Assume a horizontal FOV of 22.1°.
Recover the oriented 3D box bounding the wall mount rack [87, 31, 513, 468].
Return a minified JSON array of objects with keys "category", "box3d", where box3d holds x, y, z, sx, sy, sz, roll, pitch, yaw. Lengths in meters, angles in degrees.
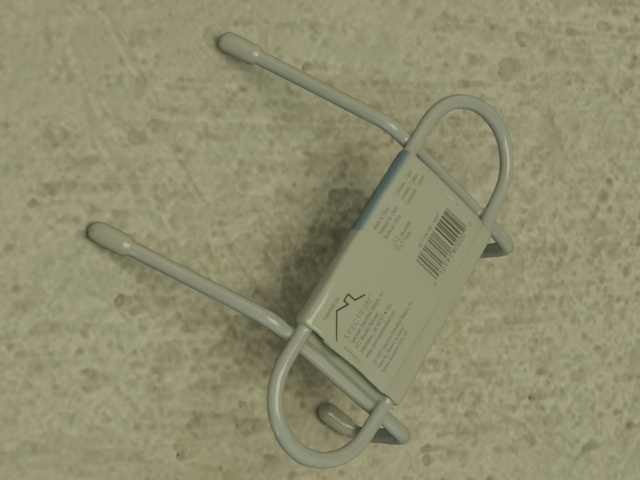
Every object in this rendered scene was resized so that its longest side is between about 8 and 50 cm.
[{"category":"wall mount rack","box3d":[0.000,0.000,1.349,0.304,0.130,0.350,43,66,-26]}]
